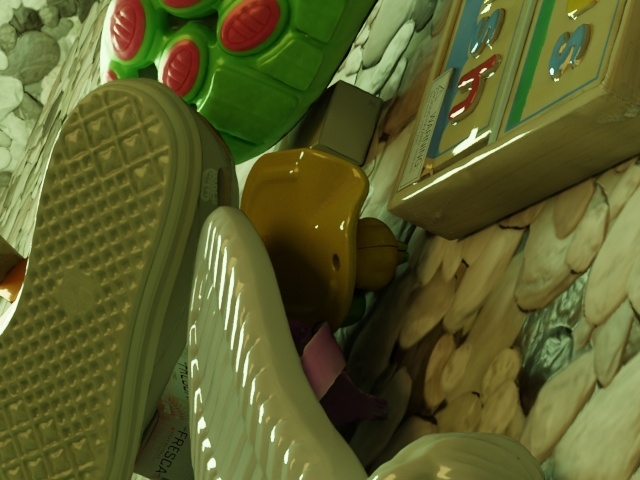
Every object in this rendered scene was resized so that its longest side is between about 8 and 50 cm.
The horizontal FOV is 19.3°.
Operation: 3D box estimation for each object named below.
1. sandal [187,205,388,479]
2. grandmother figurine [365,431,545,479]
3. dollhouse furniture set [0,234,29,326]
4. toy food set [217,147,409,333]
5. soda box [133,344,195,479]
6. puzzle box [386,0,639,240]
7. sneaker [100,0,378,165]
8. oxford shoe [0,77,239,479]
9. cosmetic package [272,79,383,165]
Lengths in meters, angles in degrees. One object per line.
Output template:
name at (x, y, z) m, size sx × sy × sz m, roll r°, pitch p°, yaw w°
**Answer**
sandal at (-0.010, 0.125, 1.152) m, size 0.416 × 0.102 × 0.169 m, roll -112°, pitch 31°, yaw -56°
grandmother figurine at (0.032, 0.242, 0.862) m, size 0.207 × 0.104 × 0.342 m, roll -9°, pitch 51°, yaw 40°
dollhouse furniture set at (-0.231, 0.038, 1.722) m, size 0.259 × 0.135 × 0.262 m, roll -51°, pitch 38°, yaw -13°
toy food set at (0.000, 0.000, 1.301) m, size 0.218 × 0.071 × 0.128 m, roll -179°, pitch 84°, yaw -65°
soda box at (-0.125, 0.136, 1.540) m, size 0.058 × 0.063 × 0.183 m, roll -62°, pitch 17°, yaw 13°
puzzle box at (0.170, -0.215, 1.120) m, size 0.272 × 0.052 × 0.409 m, roll -29°, pitch 40°, yaw 63°
sneaker at (0.007, -0.234, 1.466) m, size 0.483 × 0.185 × 0.202 m, roll -47°, pitch -9°, yaw 26°
oxford shoe at (-0.173, 0.087, 1.452) m, size 0.130 × 0.169 × 0.449 m, roll -10°, pitch -55°, yaw -62°
cosmetic package at (0.002, -0.079, 1.477) m, size 0.115 × 0.041 × 0.060 m, roll -30°, pitch 39°, yaw 64°
